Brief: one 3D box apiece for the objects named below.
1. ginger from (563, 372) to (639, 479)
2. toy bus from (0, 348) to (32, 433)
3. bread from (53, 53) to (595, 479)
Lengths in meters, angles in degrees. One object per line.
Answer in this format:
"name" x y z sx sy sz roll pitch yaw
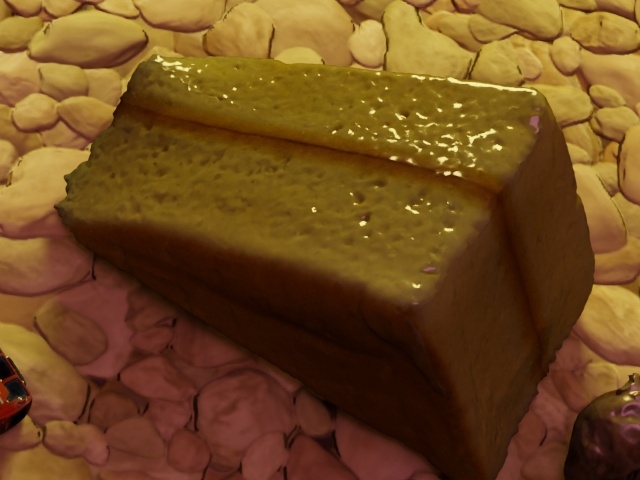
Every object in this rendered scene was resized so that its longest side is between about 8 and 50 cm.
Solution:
"ginger" 0.271 0.201 1.132 0.104 0.080 0.204 -41 74 5
"toy bus" -0.251 0.089 1.095 0.043 0.031 0.110 -26 70 -32
"bread" 0.000 0.000 1.194 0.362 0.245 0.233 15 55 30
